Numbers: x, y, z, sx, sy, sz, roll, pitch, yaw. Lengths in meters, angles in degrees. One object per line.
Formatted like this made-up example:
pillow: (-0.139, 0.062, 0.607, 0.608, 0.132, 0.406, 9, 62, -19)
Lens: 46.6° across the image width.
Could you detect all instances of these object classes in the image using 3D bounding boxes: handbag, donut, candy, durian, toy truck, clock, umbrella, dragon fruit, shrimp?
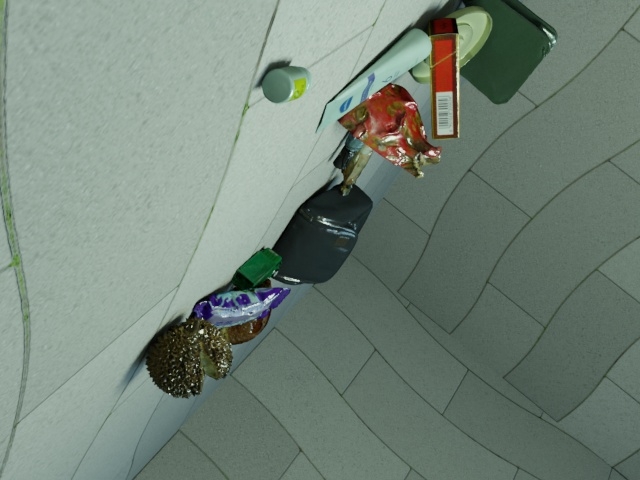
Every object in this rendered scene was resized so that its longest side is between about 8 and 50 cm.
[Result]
handbag: (0.003, 0.002, 2.114, 0.302, 0.178, 0.275, -55, 173, 34)
donut: (-0.201, 0.194, 2.021, 0.126, 0.144, 0.187, -81, 178, -60)
candy: (-0.207, 0.168, 1.812, 0.275, 0.070, 0.145, -8, 152, -40)
durian: (-0.278, 0.244, 1.604, 0.196, 0.167, 0.196, -60, 165, -27)
toy truck: (-0.160, 0.077, 1.904, 0.147, 0.065, 0.079, -43, 167, -46)
clock: (0.318, -0.477, 1.827, 0.235, 0.029, 0.235, -27, 160, -10)
umbrella: (0.106, -0.276, 1.803, 0.250, 0.053, 0.052, -53, 164, 27)
handbag: (0.446, -0.511, 1.926, 0.079, 0.260, 0.247, -48, 177, -40)
dragon fruit: (0.192, -0.244, 1.674, 0.134, 0.211, 0.262, -44, 166, 23)
shrimp: (0.110, -0.245, 2.007, 0.145, 0.059, 0.254, -67, -178, -51)

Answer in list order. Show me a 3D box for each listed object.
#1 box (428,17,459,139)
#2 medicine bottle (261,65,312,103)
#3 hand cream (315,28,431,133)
box: (0.281, -0.369, 1.693, 0.153, 0.074, 0.240, -69, 156, -59)
medicine bottle: (-0.044, -0.217, 1.029, 0.047, 0.047, 0.083, -54, 173, 27)
hand cream: (0.108, -0.336, 1.531, 0.320, 0.067, 0.109, -40, 171, -24)
